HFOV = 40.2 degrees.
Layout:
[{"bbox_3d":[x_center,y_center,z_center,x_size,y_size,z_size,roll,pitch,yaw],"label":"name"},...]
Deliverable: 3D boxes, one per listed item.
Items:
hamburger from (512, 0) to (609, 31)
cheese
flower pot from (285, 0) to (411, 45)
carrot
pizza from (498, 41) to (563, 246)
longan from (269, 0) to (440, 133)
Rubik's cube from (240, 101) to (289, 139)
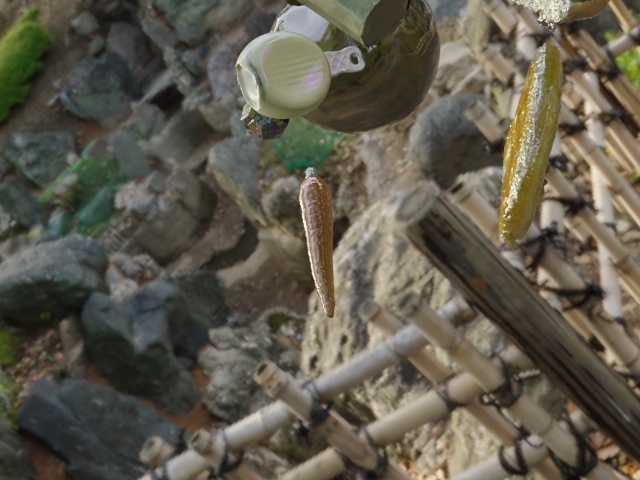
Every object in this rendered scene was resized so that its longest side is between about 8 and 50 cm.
[{"bbox_3d":[0.327,-0.401,1.186,0.245,0.155,0.282,-21,40,-33],"label":"hamburger"},{"bbox_3d":[-0.022,-0.270,1.385,0.227,0.137,0.064,-20,2,-30],"label":"cheese"},{"bbox_3d":[0.066,-0.487,1.667,0.212,0.202,0.212,-43,-18,-17],"label":"flower pot"},{"bbox_3d":[0.000,0.000,1.705,0.069,0.069,0.336,-28,57,35],"label":"carrot"},{"bbox_3d":[0.306,-0.136,1.270,0.197,0.058,0.292,-55,-26,-84],"label":"pizza"},{"bbox_3d":[0.083,-0.438,2.043,0.404,0.404,0.336,-31,19,30],"label":"longan"},{"bbox_3d":[-0.119,-0.272,1.906,0.093,0.111,0.111,-13,36,27],"label":"Rubik's cube"}]
